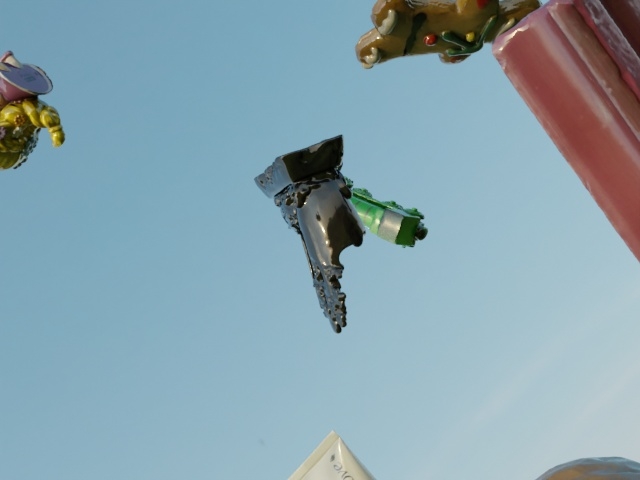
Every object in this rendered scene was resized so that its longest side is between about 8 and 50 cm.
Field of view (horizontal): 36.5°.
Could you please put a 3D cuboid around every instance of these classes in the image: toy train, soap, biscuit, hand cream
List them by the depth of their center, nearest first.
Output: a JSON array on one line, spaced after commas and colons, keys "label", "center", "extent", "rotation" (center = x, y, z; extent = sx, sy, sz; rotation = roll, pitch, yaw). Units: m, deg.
[{"label": "soap", "center": [0.378, -0.136, 1.073], "extent": [0.233, 0.359, 0.128], "rotation": [-38, 3, -41]}, {"label": "hand cream", "center": [0.068, 0.398, 1.396], "extent": [0.133, 0.248, 0.083], "rotation": [-53, -12, 22]}, {"label": "biscuit", "center": [0.213, -0.331, 1.516], "extent": [0.302, 0.049, 0.197], "rotation": [-6, -19, -12]}, {"label": "toy train", "center": [0.080, -0.056, 1.807], "extent": [0.119, 0.251, 0.085], "rotation": [2, -71, -58]}]

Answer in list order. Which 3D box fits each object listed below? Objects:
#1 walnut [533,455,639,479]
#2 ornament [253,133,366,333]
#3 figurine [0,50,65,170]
[{"label": "walnut", "center": [0.354, 0.470, 1.218], "extent": [0.398, 0.354, 0.308], "rotation": [-57, -9, 20]}, {"label": "ornament", "center": [0.000, 0.000, 1.375], "extent": [0.106, 0.260, 0.251], "rotation": [-15, 0, -13]}, {"label": "figurine", "center": [-0.337, -0.110, 1.045], "extent": [0.156, 0.115, 0.095], "rotation": [-49, -10, 24]}]
